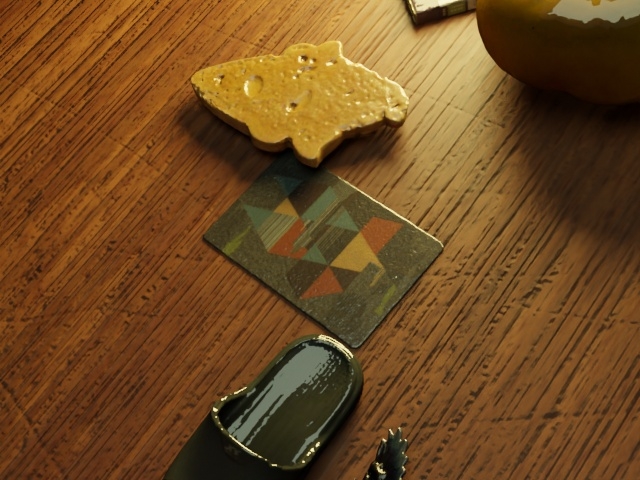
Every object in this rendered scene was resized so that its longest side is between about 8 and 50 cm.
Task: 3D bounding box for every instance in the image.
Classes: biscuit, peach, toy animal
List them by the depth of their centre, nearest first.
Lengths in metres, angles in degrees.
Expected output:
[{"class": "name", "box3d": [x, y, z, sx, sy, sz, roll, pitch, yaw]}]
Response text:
[{"class": "toy animal", "box3d": [0.016, 0.230, 0.755, 0.062, 0.108, 0.220, 44, 57, -2]}, {"class": "peach", "box3d": [0.284, -0.251, 0.952, 0.251, 0.153, 0.251, -3, 52, 4]}, {"class": "biscuit", "box3d": [-0.026, -0.153, 1.018, 0.250, 0.035, 0.162, 13, 58, 17]}]

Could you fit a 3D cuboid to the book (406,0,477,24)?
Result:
[{"class": "book", "box3d": [0.199, -0.343, 1.091, 0.231, 0.026, 0.157, -16, 58, 1]}]

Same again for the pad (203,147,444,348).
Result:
[{"class": "pad", "box3d": [0.000, 0.000, 0.941, 0.211, 0.003, 0.143, 34, 71, 26]}]

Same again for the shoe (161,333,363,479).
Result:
[{"class": "shoe", "box3d": [-0.058, 0.171, 0.802, 0.108, 0.093, 0.241, 30, 68, 23]}]
